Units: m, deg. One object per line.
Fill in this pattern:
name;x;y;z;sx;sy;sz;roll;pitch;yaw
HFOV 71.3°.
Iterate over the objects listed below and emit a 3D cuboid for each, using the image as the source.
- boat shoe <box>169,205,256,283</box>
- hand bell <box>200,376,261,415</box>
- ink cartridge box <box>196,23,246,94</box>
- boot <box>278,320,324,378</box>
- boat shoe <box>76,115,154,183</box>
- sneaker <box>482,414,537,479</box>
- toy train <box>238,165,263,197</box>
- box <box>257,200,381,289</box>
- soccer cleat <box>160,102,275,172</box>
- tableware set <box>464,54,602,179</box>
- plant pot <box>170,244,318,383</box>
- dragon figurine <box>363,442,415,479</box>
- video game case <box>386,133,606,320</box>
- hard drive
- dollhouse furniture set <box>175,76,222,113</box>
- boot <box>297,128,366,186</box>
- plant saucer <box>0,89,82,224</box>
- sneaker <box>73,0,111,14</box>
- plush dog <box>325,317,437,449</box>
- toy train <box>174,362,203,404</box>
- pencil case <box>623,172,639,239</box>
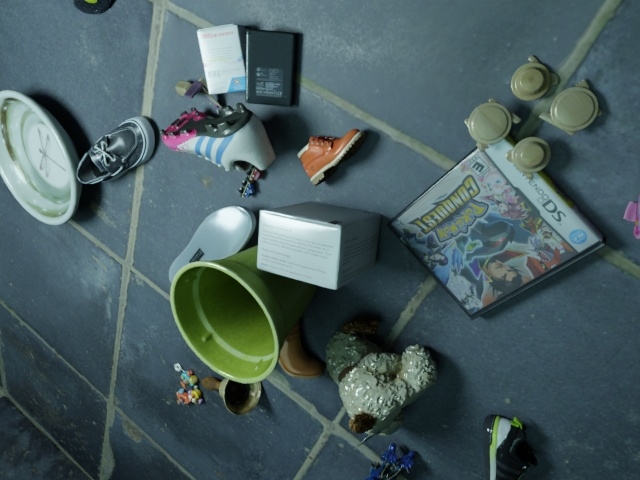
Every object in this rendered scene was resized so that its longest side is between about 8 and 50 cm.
boat shoe;-0.250;0.019;1.101;0.113;0.105;0.306;48;118;8
hand bell;-0.300;0.441;1.352;0.242;0.126;0.126;-8;108;47
ink cartridge box;-0.189;-0.365;0.903;0.088;0.052;0.123;-1;113;13
boot;-0.068;0.254;1.126;0.197;0.073;0.153;18;108;8
boat shoe;-0.549;-0.227;1.173;0.301;0.102;0.108;-19;101;37
sneaker;0.397;0.471;0.927;0.097;0.084;0.235;-2;111;31
toy train;-0.146;-0.156;1.006;0.036;0.027;0.158;33;126;1
box;0.000;0.000;0.880;0.181;0.181;0.119;13;106;28
soccer cleat;-0.228;-0.204;0.964;0.331;0.116;0.143;13;146;46
tableware set;0.319;-0.187;0.679;0.141;0.020;0.169;44;109;6
plant pot;-0.138;0.122;0.988;0.275;0.254;0.276;13;118;26
dragon figurine;0.129;0.629;1.097;0.085;0.289;0.144;33;163;17
video game case;0.292;-0.016;0.792;0.248;0.035;0.275;49;128;3
hard drive;-0.097;-0.333;0.865;0.094;0.022;0.135;4;118;-4
dollhouse furniture set;-0.259;-0.334;1.002;0.114;0.091;0.081;28;170;44
boot;0.017;-0.181;0.873;0.158;0.059;0.085;-35;87;39
plant saucer;-0.831;-0.247;1.342;0.400;0.100;0.401;14;119;27
sneaker;-0.498;-0.595;1.001;0.209;0.069;0.082;-22;67;46
plush dog;0.090;0.300;0.992;0.225;0.210;0.263;51;132;36
toy train;-0.458;0.500;1.498;0.125;0.046;0.167;10;117;28
pencil case;0.566;-0.022;0.571;0.284;0.124;0.124;18;120;25
